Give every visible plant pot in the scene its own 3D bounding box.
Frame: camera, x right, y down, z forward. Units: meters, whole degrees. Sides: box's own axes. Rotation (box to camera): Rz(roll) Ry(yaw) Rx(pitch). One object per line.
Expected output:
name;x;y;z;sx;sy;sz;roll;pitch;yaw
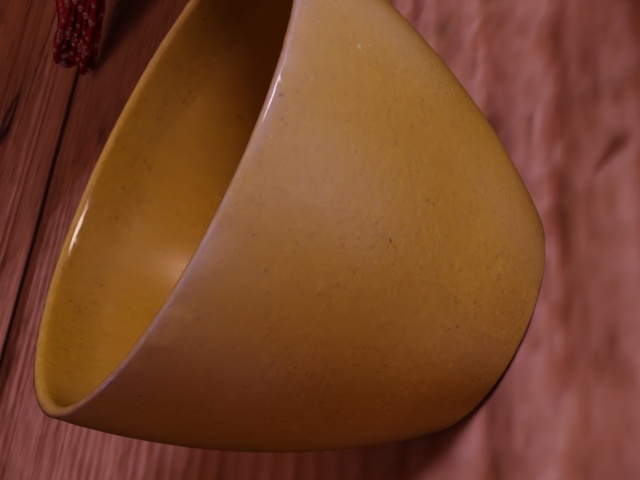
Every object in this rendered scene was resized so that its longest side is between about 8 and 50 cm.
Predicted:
plant pot;0.000;0.000;0.423;0.134;0.095;0.134;-51;24;33

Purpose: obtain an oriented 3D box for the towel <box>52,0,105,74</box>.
towel;-0.146;-0.254;0.974;0.275;0.031;0.199;111;150;-56
